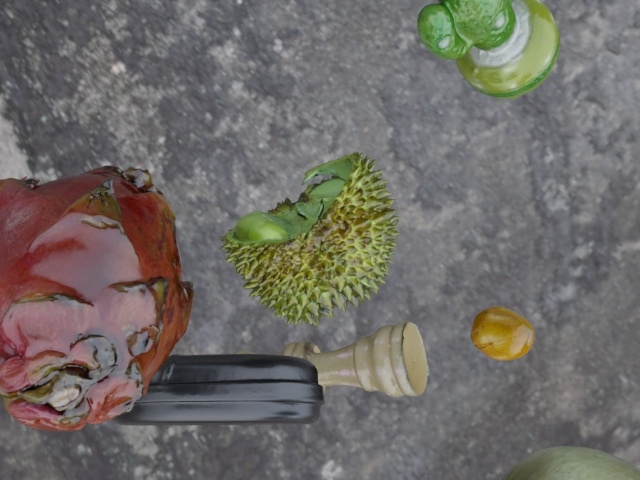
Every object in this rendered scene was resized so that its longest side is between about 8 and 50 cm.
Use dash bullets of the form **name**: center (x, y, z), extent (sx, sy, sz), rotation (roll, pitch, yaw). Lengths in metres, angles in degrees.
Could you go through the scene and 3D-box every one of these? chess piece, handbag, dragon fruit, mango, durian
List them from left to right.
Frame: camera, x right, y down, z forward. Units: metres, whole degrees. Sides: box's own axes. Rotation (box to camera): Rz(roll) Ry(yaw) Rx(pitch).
- **dragon fruit**: center (-0.245, 0.048, 1.057), extent (0.250, 0.250, 0.315), rotation (45, 47, -43)
- **handbag**: center (-0.148, 0.212, 1.480), extent (0.307, 0.254, 0.093), rotation (0, 80, -1)
- **chess piece**: center (-0.032, 0.212, 1.698), extent (0.396, 0.117, 0.117), rotation (-10, 137, 22)
- **durian**: center (-0.002, 0.003, 1.324), extent (0.237, 0.200, 0.177), rotation (-50, 132, -38)
- **mango**: center (0.194, 0.098, 1.114), extent (0.046, 0.089, 0.060), rotation (-25, 92, -24)

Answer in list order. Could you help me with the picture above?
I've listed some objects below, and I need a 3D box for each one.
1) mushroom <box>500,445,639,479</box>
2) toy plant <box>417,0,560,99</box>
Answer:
- **mushroom**: center (0.332, 0.423, 1.271), extent (0.260, 0.352, 0.352), rotation (-28, 132, -6)
- **toy plant**: center (0.281, -0.371, 1.745), extent (0.224, 0.184, 0.316), rotation (-51, 151, 6)
